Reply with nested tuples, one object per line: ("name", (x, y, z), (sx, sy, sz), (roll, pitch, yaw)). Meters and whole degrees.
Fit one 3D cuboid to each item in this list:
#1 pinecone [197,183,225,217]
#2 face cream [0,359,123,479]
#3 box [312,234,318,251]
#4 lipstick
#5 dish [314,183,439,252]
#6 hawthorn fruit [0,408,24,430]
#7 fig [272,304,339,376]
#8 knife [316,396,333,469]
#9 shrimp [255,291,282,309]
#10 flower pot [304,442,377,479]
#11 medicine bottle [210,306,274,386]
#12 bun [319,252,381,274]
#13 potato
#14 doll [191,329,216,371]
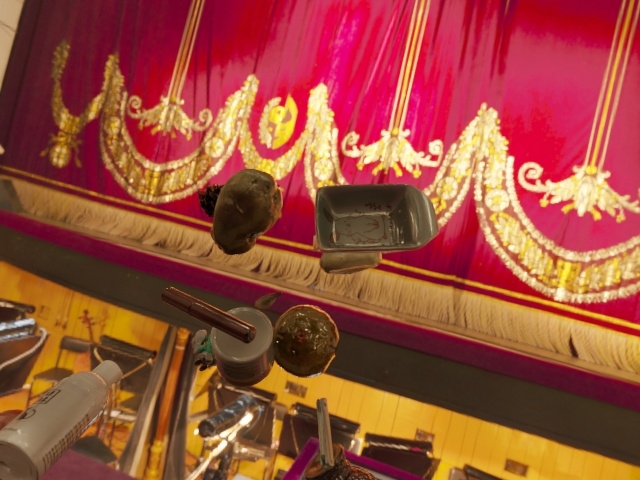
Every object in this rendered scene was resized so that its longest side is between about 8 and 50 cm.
("pinecone", (-0.448, -0.177, 1.842), (0.173, 0.174, 0.173), (13, -2, 0))
("face cream", (-0.649, 0.431, 1.094), (0.145, 0.146, 0.370), (13, 22, 6))
("box", (0.000, 0.000, 1.567), (0.015, 0.058, 0.093), (53, 21, -27))
("lipstick", (-0.349, 0.226, 1.293), (0.356, 0.057, 0.057), (19, 1, 27))
("dish", (0.107, -0.032, 0.813), (0.234, 0.154, 0.064), (-2, -33, 1))
("hawthorn fruit", (-0.947, 0.568, 1.257), (0.140, 0.125, 0.125), (26, -8, -28))
("fig", (-0.070, 0.475, 1.946), (0.342, 0.344, 0.343), (13, -2, 0))
("knife", (0.007, 0.443, 0.971), (0.023, 0.162, 0.044), (-29, -51, 19))
("shrimp", (-0.186, 0.221, 1.523), (0.108, 0.059, 0.023), (-22, -45, 2))
("flower pot", (0.084, 0.993, 1.688), (0.267, 0.266, 0.266), (53, -1, 1))
("medicine bottle", (-0.301, 0.418, 1.645), (0.237, 0.238, 0.232), (13, -40, 7))
("bun", (0.102, 0.047, 1.479), (0.222, 0.128, 0.222), (-6, -13, -1))
("potato", (-0.273, -0.093, 1.509), (0.218, 0.351, 0.203), (18, 27, -47))
("doll", (-0.538, 0.511, 1.999), (0.153, 0.195, 0.258), (-29, -13, 18))
